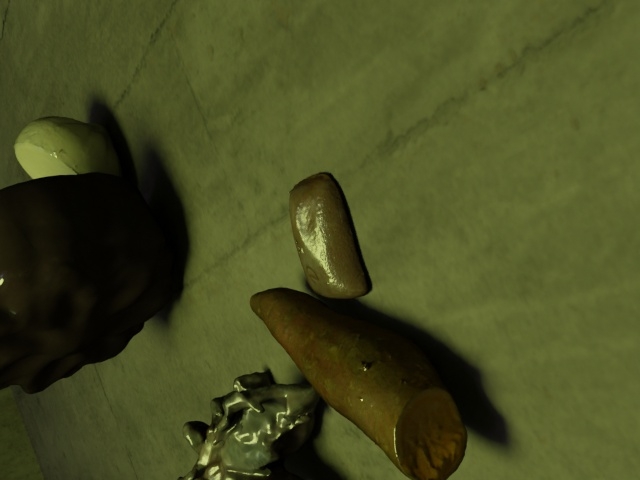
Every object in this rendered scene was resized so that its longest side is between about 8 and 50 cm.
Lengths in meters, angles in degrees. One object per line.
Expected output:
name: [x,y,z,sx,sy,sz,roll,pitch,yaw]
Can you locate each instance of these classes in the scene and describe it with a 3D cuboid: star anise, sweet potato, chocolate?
star anise: [-0.080,0.225,0.806,0.257,0.110,0.199,-31,55,39]
sweet potato: [0.026,0.089,0.627,0.243,0.077,0.077,38,138,52]
chocolate: [0.000,0.000,0.654,0.064,0.031,0.101,-4,103,56]

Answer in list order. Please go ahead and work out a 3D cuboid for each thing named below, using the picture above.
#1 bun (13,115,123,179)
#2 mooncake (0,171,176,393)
bun: [-0.292,-0.103,1.021,0.138,0.094,0.138,26,158,11]
mooncake: [-0.292,0.055,0.928,0.141,0.283,0.283,57,148,19]
